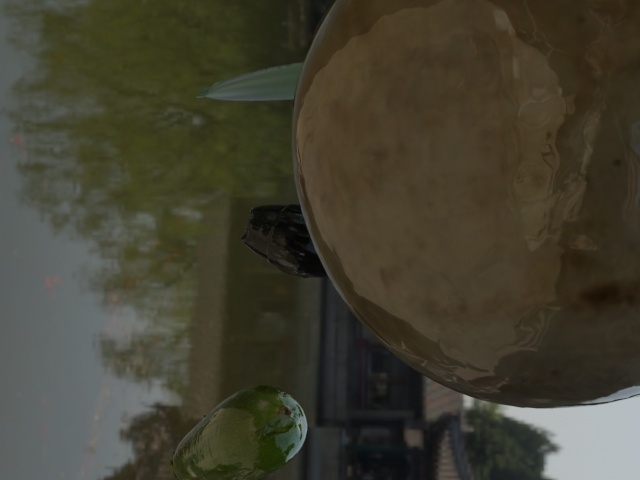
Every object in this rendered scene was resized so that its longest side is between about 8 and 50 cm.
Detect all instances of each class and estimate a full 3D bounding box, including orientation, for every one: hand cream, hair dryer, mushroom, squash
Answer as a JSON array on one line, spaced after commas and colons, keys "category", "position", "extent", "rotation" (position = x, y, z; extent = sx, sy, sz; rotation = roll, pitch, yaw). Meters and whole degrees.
[{"category": "hand cream", "position": [-0.058, -0.205, 1.294], "extent": [0.078, 0.205, 0.050], "rotation": [-89, 172, -70]}, {"category": "hair dryer", "position": [0.000, 0.000, 1.374], "extent": [0.272, 0.236, 0.091], "rotation": [-139, -114, -78]}, {"category": "mushroom", "position": [0.145, -0.054, 0.584], "extent": [0.290, 0.298, 0.297], "rotation": [-8, 100, -53]}, {"category": "squash", "position": [-0.073, 0.161, 0.780], "extent": [0.201, 0.066, 0.066], "rotation": [-36, -134, 54]}]

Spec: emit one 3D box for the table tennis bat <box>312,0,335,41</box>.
[{"category": "table tennis bat", "position": [0.085, -0.250, 1.367], "extent": [0.138, 0.246, 0.022], "rotation": [-53, 153, 13]}]
